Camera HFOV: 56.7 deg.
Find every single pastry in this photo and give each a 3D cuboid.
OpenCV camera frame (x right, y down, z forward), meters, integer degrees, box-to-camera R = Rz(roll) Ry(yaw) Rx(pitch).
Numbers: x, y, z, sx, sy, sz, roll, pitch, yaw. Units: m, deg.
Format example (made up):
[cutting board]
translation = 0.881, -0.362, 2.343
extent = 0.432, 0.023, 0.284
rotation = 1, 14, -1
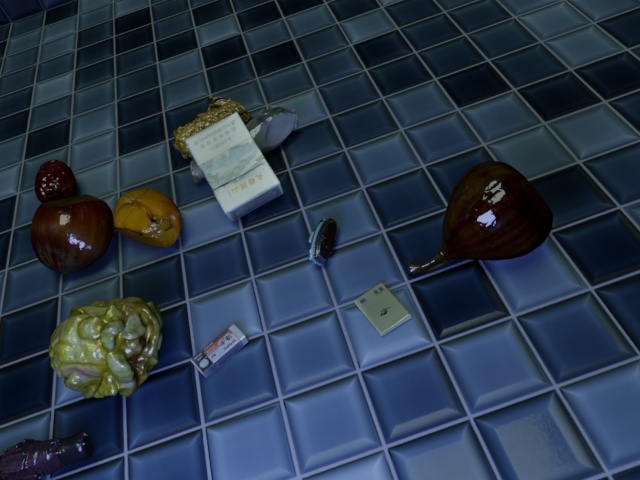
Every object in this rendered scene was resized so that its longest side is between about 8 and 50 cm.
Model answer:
[pastry]
translation = -0.321, -0.339, 1.778
extent = 0.250, 0.102, 0.154
rotation = -39, 49, -14

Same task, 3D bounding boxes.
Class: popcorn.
[popcorn]
translation = -0.443, 0.226, 1.256
extent = 0.259, 0.212, 0.259
rotation = -5, 9, 1

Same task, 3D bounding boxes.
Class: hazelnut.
[hazelnut]
translation = -0.655, -0.017, 1.572
extent = 0.212, 0.180, 0.181
rotation = -2, 21, 14

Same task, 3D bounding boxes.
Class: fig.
[fig]
translation = 0.324, -0.016, 1.282
extent = 0.321, 0.217, 0.217
rotation = -42, 45, 18

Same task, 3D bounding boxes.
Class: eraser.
[eraser]
translation = -0.220, 0.241, 1.296
extent = 0.122, 0.029, 0.052
rotation = -40, 51, -17

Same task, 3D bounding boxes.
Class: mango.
[mango]
translation = -0.462, -0.064, 1.572
extent = 0.252, 0.126, 0.153
rotation = 28, 76, 43

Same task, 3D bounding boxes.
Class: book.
[book]
translation = 0.133, 0.148, 1.278
extent = 0.077, 0.014, 0.111
rotation = -32, 48, -9

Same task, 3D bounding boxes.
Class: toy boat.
[toy boat]
translation = 0.000, 0.000, 1.423
extent = 0.066, 0.059, 0.140
rotation = -16, 43, 40

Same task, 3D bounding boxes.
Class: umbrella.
[umbrella]
translation = -0.613, 0.452, 1.194
extent = 0.326, 0.090, 0.094
rotation = -18, 44, 1

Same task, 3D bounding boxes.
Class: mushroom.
[mushroom]
translation = -0.218, -0.272, 1.697
extent = 0.351, 0.097, 0.109
rotation = -33, 51, -9

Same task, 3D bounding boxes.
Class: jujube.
[jujube]
translation = -0.795, -0.176, 1.781
extent = 0.112, 0.109, 0.176
rotation = 1, 37, -28

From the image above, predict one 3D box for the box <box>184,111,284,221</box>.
[box]
translation = -0.232, -0.198, 1.587
extent = 0.164, 0.069, 0.256
rotation = -30, 70, -5
